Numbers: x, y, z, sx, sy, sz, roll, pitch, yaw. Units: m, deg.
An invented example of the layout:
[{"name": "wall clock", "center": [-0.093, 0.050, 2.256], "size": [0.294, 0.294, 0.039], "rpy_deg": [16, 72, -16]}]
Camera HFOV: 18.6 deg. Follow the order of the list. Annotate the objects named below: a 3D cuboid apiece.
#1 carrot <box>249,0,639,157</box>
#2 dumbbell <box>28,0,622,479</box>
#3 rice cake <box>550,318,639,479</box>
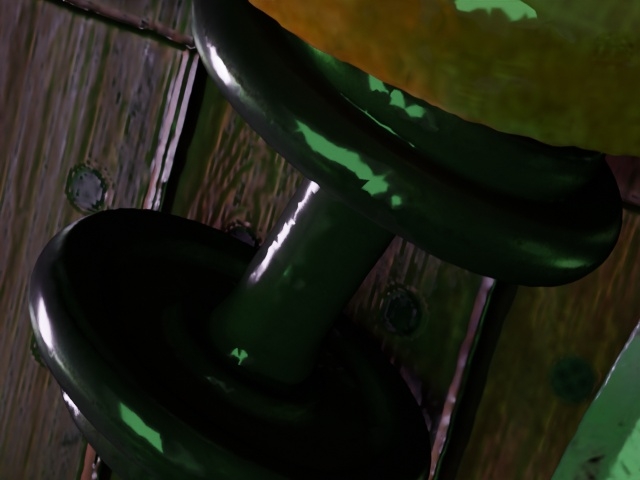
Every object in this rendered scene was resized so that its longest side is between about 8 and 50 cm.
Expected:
[{"name": "carrot", "center": [0.094, -0.128, 0.683], "size": [0.307, 0.258, 0.100], "rpy_deg": [39, 132, 23]}, {"name": "dumbbell", "center": [0.000, 0.000, 0.785], "size": [0.192, 0.192, 0.290], "rpy_deg": [39, 115, 11]}, {"name": "rice cake", "center": [0.128, 0.120, 0.796], "size": [0.081, 0.051, 0.290], "rpy_deg": [30, 97, 17]}]
